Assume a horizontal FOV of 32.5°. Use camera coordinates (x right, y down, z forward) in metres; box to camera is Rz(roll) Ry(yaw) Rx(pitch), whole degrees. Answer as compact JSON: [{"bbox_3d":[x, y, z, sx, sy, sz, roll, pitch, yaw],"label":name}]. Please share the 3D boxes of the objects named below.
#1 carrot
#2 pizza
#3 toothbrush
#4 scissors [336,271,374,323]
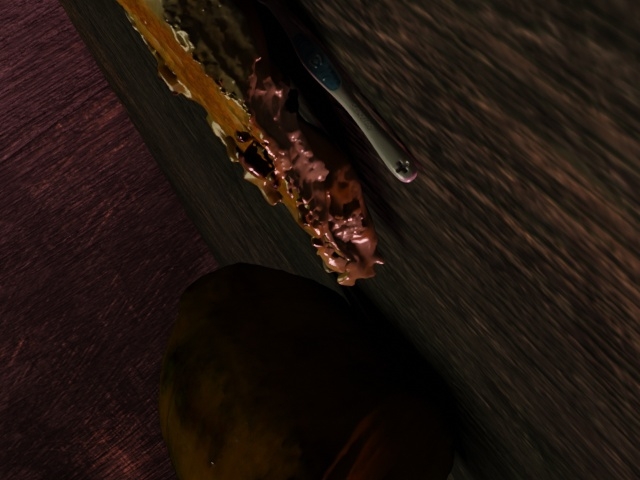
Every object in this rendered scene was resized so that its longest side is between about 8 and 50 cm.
[{"bbox_3d":[-0.010,0.191,0.989,0.341,0.241,0.241,52,172,50],"label":"carrot"},{"bbox_3d":[-0.049,-0.096,0.657,0.297,0.071,0.189,56,173,-4],"label":"pizza"},{"bbox_3d":[0.003,-0.091,0.588,0.162,0.014,0.017,53,-170,20],"label":"toothbrush"},{"bbox_3d":[0.000,0.000,0.980,0.189,0.015,0.100,56,174,-18],"label":"scissors"}]
